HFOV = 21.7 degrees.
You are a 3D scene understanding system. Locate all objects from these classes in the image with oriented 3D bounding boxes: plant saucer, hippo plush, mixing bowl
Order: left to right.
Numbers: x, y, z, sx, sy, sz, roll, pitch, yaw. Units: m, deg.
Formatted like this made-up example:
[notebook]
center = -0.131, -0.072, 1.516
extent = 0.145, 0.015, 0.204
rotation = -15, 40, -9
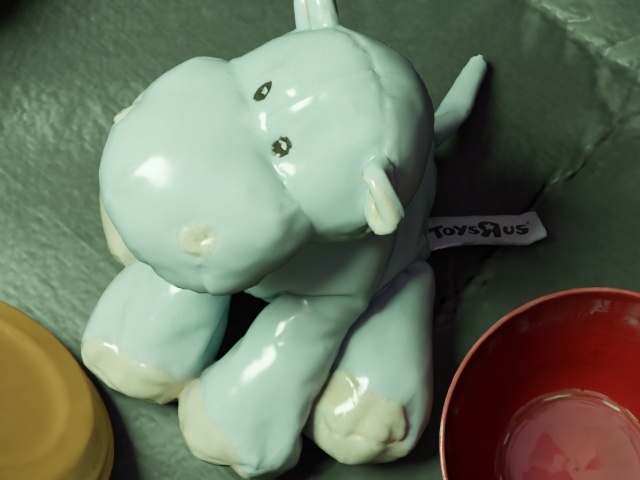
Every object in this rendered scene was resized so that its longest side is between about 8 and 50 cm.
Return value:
[plant saucer]
center = -0.206, 0.090, 0.926
extent = 0.200, 0.037, 0.200
rotation = 21, 35, -15
[hippo plush]
center = 0.000, 0.000, 0.915
extent = 0.294, 0.236, 0.234
rotation = -16, 75, -5
[mixing bowl]
center = 0.154, 0.125, 0.956
extent = 0.181, 0.098, 0.181
rotation = 0, 75, -2
